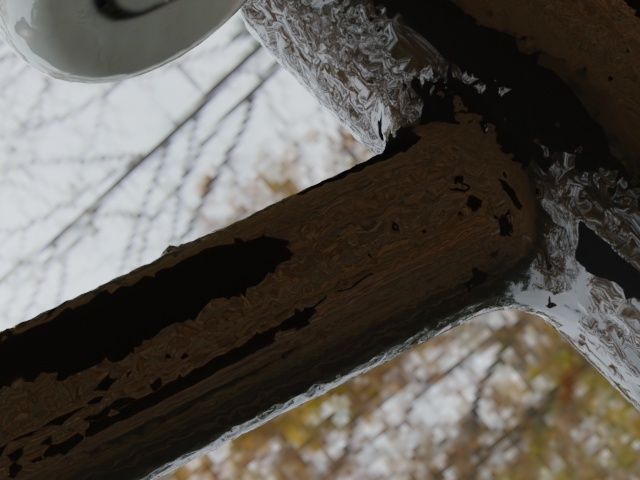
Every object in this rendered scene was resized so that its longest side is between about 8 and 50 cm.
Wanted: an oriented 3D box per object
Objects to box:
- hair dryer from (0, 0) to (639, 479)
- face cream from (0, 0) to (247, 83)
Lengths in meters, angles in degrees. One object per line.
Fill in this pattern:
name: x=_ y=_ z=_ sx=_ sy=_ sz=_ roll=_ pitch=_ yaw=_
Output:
hair dryer: x=0.000 y=0.000 z=0.468 sx=0.197 sy=0.251 sz=0.089 roll=46 pitch=150 yaw=29
face cream: x=-0.126 y=-0.161 z=0.475 sx=0.143 sy=0.089 sz=0.314 roll=-28 pitch=-122 yaw=-29
